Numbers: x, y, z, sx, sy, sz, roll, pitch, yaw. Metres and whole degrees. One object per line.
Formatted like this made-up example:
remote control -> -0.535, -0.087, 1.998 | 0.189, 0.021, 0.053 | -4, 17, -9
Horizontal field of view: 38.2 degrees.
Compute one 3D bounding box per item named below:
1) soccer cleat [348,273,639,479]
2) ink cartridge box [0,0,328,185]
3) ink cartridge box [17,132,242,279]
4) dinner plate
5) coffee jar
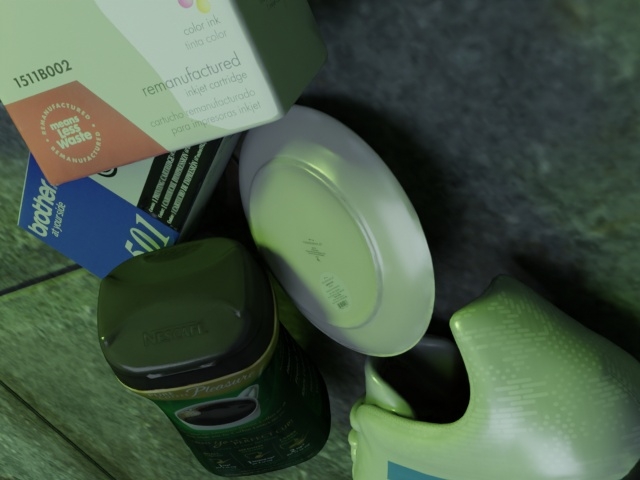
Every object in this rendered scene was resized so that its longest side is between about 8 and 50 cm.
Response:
soccer cleat -> 0.067, 0.130, 0.556 | 0.143, 0.116, 0.331 | 44, 141, 6
ink cartridge box -> -0.091, -0.130, 0.341 | 0.115, 0.067, 0.198 | -13, 115, 26
ink cartridge box -> -0.103, -0.049, 0.502 | 0.097, 0.046, 0.207 | 33, 143, -2
dinner plate -> 0.000, 0.000, 0.468 | 0.141, 0.017, 0.141 | 34, 141, 33
coffee jar -> -0.058, 0.073, 0.547 | 0.096, 0.079, 0.184 | -13, 146, 6
